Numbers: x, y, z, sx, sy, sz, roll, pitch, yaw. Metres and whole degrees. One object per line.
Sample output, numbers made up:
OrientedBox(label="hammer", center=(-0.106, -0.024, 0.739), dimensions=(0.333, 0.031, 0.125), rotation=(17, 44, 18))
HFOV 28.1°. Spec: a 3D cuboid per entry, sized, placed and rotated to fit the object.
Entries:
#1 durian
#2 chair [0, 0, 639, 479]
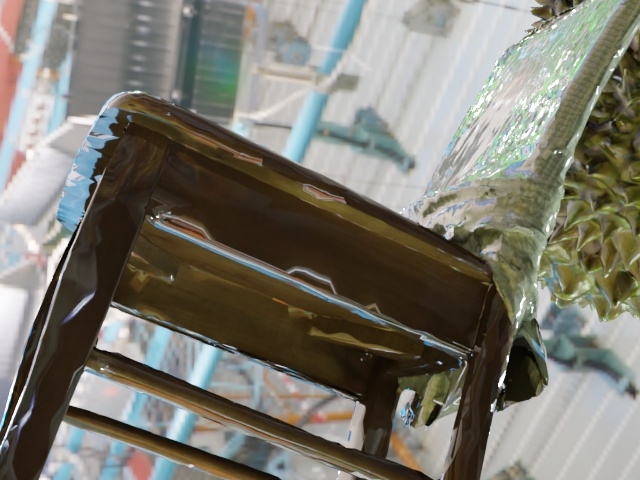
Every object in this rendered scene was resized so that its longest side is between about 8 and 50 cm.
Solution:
OrientedBox(label="durian", center=(0.231, -0.074, 0.792), dimensions=(0.291, 0.224, 0.291), rotation=(-43, -150, 34))
OrientedBox(label="chair", center=(0.000, 0.000, 0.468), dimensions=(0.160, 0.186, 0.319), rotation=(138, -27, -69))
